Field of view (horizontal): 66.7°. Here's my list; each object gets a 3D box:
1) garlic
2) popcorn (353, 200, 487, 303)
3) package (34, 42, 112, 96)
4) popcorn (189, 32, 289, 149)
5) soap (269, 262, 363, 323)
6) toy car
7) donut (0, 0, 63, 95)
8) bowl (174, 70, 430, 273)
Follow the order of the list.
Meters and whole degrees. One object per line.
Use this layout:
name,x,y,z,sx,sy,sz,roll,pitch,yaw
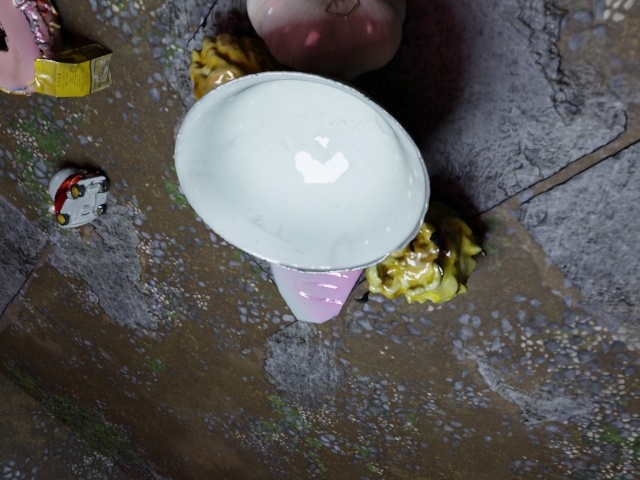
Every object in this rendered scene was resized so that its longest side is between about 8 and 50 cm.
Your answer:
garlic,0.010,-0.273,0.648,0.199,0.199,0.226,30,162,3
popcorn,0.157,0.029,0.751,0.173,0.195,0.168,-18,107,30
package,-0.424,-0.291,0.843,0.047,0.131,0.071,35,130,5
popcorn,-0.107,-0.213,0.744,0.140,0.163,0.194,-29,77,19
soap,0.000,0.000,0.867,0.192,0.109,0.324,6,127,23
toy car,-0.536,-0.110,1.063,0.112,0.112,0.139,45,123,11
donut,-0.553,-0.370,0.877,0.232,0.085,0.199,-14,116,33
bowl,-0.013,-0.107,0.633,0.313,0.146,0.313,8,138,8
